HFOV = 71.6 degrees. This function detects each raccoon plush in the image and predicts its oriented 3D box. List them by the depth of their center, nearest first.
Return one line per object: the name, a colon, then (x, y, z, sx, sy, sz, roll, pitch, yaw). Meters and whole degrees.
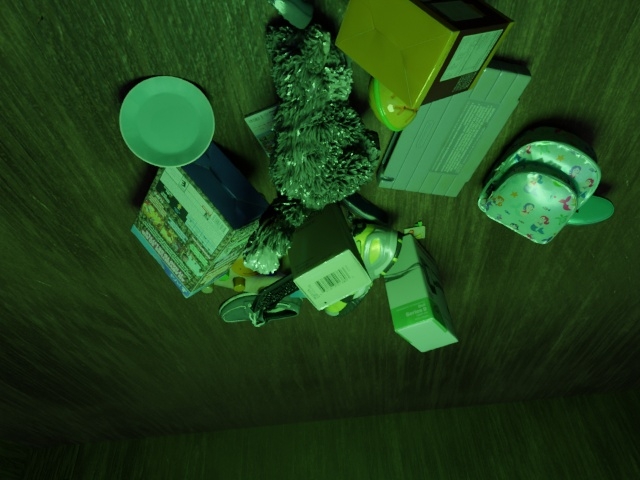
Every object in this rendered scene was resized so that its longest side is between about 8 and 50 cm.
raccoon plush: (-0.046, -0.184, 0.831, 0.216, 0.446, 0.299, 6, 149, 31)

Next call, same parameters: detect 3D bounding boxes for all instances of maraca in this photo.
maraca: (0.143, -0.310, 0.883, 0.099, 0.127, 0.185, 4, 127, 41)

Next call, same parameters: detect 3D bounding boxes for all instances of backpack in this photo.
backpack: (0.530, -0.136, 1.077, 0.225, 0.191, 0.253, 31, 128, 6)

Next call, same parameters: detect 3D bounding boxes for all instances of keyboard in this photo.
keyboard: (-0.073, 0.127, 1.317, 0.317, 0.033, 0.201, -28, 163, -34)

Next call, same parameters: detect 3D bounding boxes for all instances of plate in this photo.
plate: (-0.315, -0.244, 0.921, 0.188, 0.188, 0.024, 3, 180, -9)

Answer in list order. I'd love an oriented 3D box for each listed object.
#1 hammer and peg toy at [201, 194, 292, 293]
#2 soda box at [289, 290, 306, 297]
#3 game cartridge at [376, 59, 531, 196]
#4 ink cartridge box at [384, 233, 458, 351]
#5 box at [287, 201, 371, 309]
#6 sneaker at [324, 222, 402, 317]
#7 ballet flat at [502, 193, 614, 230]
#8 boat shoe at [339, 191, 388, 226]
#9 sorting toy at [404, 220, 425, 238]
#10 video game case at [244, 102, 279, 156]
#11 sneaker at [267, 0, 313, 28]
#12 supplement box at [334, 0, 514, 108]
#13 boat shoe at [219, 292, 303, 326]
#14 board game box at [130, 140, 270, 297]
hammer and peg toy: (-0.184, 0.044, 1.285, 0.266, 0.127, 0.361, 17, 136, -24)
soda box: (0.003, 0.146, 1.476, 0.210, 0.067, 0.071, 2, 140, -9)
game cartridge: (0.292, -0.252, 1.028, 0.230, 0.068, 0.355, 3, 140, -15)
ink cartridge box: (0.289, 0.157, 1.334, 0.122, 0.289, 0.211, -24, 141, 23)
box: (0.000, 0.000, 1.082, 0.148, 0.311, 0.121, -31, 127, 8)
sneaker: (0.090, 0.081, 1.309, 0.147, 0.145, 0.384, 25, 129, -8)
ballet flat: (0.653, -0.082, 1.245, 0.281, 0.095, 0.096, -4, -177, 15)
boat shoe: (0.106, -0.073, 1.219, 0.183, 0.066, 0.066, 29, 131, -34)
sorting toy: (0.283, -0.027, 1.333, 0.062, 0.012, 0.083, -8, 141, 4)
video game case: (-0.108, -0.252, 1.025, 0.087, 0.011, 0.122, -17, 139, 14)
sneaker: (-0.086, -0.474, 0.646, 0.131, 0.112, 0.319, -30, 123, 21)
supplement box: (0.170, -0.345, 0.738, 0.194, 0.191, 0.129, -27, 155, -37)
boat shoe: (-0.213, 0.244, 1.548, 0.320, 0.099, 0.116, -15, 140, 13)
board game box: (-0.291, -0.047, 1.065, 0.232, 0.141, 0.291, 49, 129, 6)
